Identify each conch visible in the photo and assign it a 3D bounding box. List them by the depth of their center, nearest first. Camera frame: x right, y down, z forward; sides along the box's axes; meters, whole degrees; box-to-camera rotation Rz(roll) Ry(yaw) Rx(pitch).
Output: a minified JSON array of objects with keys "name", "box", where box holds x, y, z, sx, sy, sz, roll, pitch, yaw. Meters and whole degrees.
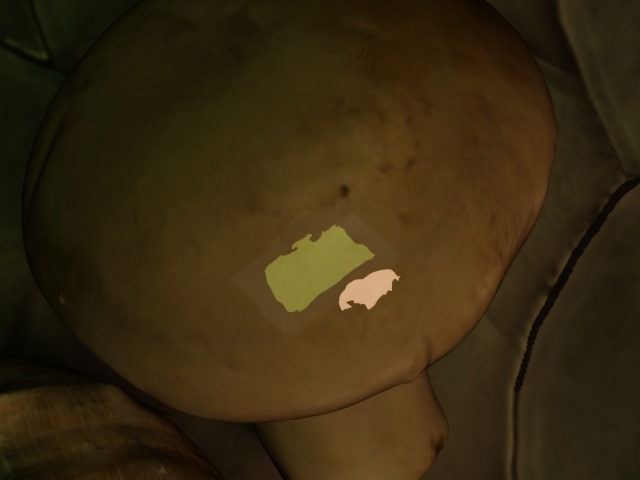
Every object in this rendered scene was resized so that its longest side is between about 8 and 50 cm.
[{"name":"conch","box":[-0.152,0.146,0.885,0.324,0.263,0.186,-14,91,-32]}]

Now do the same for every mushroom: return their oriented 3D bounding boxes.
[{"name":"mushroom","box":[0.000,0.000,0.939,0.292,0.292,0.290,-28,130,-2]}]
